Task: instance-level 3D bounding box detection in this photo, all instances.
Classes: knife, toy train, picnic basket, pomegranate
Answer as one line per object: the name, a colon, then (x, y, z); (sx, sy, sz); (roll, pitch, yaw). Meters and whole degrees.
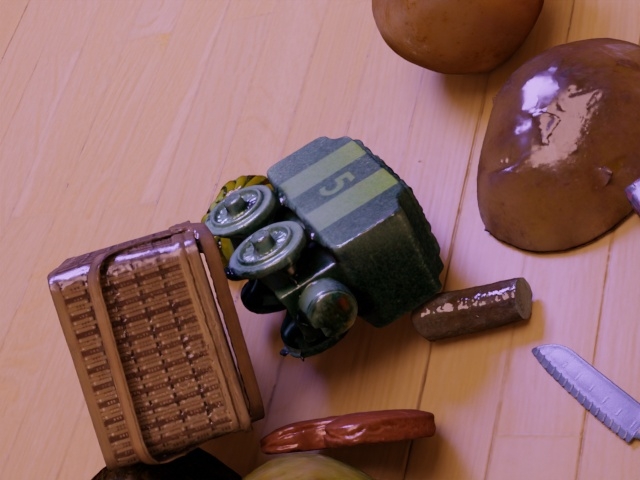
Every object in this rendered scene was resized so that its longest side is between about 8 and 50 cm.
knife: (0.317, 0.183, 1.275); (0.044, 0.019, 0.313); (-47, 42, -1)
toy train: (0.000, 0.000, 1.494); (0.238, 0.167, 0.299); (-33, 32, -6)
picnic basket: (-0.177, 0.107, 1.421); (0.175, 0.228, 0.313); (-17, 5, -6)
pomegranate: (0.179, -0.315, 1.619); (0.233, 0.233, 0.233); (-19, 48, 22)

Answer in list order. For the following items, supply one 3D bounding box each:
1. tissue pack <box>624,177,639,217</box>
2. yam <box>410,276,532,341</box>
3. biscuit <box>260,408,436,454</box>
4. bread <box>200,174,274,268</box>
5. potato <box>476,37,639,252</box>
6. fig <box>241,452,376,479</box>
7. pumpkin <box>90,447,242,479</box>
tissue pack: (0.404, -0.027, 1.343); (0.108, 0.060, 0.148); (-34, 43, 7)
yam: (0.170, 0.078, 1.432); (0.132, 0.054, 0.054); (-15, 50, 24)
biscuit: (0.021, 0.203, 1.347); (0.192, 0.186, 0.036); (-12, 81, 25)
bread: (-0.103, -0.026, 1.690); (0.139, 0.071, 0.130); (-41, 48, 1)
potato: (0.291, -0.132, 1.474); (0.239, 0.116, 0.299); (25, 75, 39)
fig: (-0.006, 0.327, 1.220); (0.258, 0.258, 0.326); (-31, 27, 11)
pumpkin: (-0.183, 0.331, 1.400); (0.238, 0.159, 0.238); (-17, 49, 21)
